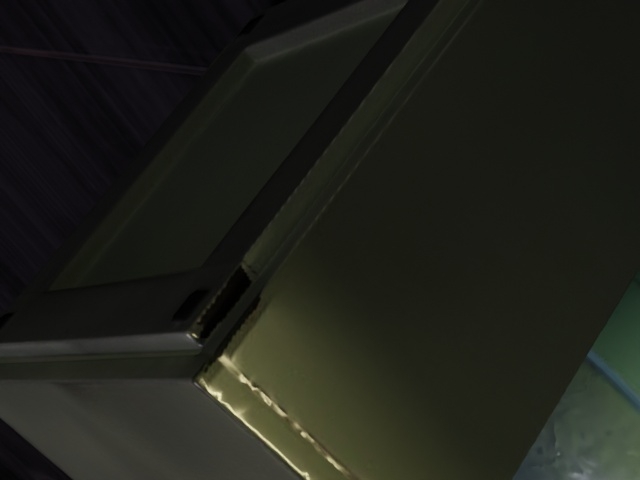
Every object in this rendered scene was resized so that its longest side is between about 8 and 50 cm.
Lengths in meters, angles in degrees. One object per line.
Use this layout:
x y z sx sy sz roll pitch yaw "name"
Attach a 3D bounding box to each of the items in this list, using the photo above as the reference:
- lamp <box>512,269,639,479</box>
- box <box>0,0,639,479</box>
0.159 0.108 0.681 0.284 0.147 0.209 19 150 33 "lamp"
0.000 0.000 0.596 0.117 0.225 0.225 45 155 -20 "box"
